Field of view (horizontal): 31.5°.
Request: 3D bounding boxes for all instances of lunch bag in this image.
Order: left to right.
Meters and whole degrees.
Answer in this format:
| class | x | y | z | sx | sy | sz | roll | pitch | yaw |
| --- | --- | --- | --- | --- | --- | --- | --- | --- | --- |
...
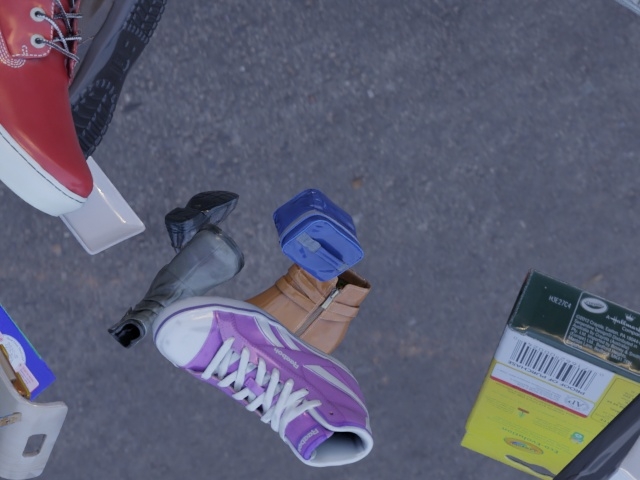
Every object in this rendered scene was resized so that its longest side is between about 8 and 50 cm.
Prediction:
| class | x | y | z | sx | sy | sz | roll | pitch | yaw |
| --- | --- | --- | --- | --- | --- | --- | --- | --- | --- |
| lunch bag | 0.000 | 0.000 | 1.238 | 0.067 | 0.065 | 0.098 | -36 | 131 | 21 |

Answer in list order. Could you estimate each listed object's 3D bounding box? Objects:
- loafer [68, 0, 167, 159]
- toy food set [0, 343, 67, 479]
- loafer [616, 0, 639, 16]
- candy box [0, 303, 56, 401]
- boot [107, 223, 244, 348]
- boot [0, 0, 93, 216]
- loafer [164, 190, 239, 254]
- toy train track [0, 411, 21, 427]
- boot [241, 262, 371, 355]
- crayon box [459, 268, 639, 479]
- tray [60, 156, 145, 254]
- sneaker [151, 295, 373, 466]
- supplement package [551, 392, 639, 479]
| class | x | y | z | sx | sy | sz | roll | pitch | yaw |
| --- | --- | --- | --- | --- | --- | --- | --- | --- | --- |
| loafer | -0.353 | -0.242 | 1.617 | 0.366 | 0.130 | 0.134 | -61 | 164 | -10 |
| toy food set | -0.429 | 0.141 | 1.482 | 0.092 | 0.306 | 0.220 | -22 | 159 | -35 |
| loafer | 0.567 | -0.344 | 1.704 | 0.112 | 0.319 | 0.111 | -61 | 167 | -4 |
| candy box | -0.638 | 0.154 | 1.982 | 0.122 | 0.317 | 0.268 | -44 | 121 | -27 |
| boot | -0.208 | 0.079 | 1.608 | 0.083 | 0.161 | 0.246 | 45 | 147 | -4 |
| boot | -0.171 | -0.151 | 0.746 | 0.176 | 0.244 | 0.088 | -33 | 161 | 6 |
| loafer | -0.188 | -0.033 | 1.804 | 0.170 | 0.062 | 0.061 | -32 | 130 | -50 |
| toy train track | -0.356 | 0.198 | 1.232 | 0.014 | 0.083 | 0.048 | 6 | 94 | 22 |
| boot | -0.075 | 0.103 | 1.854 | 0.283 | 0.109 | 0.220 | 28 | 115 | -20 |
| crayon box | 0.274 | 0.171 | 1.221 | 0.202 | 0.081 | 0.318 | 23 | 150 | 9 |
| tray | -0.413 | -0.096 | 1.847 | 0.030 | 0.270 | 0.145 | -42 | 174 | 35 |
| sneaker | -0.054 | 0.164 | 1.275 | 0.282 | 0.161 | 0.102 | 25 | 111 | -25 |
| supplement package | 0.264 | 0.237 | 0.715 | 0.198 | 0.262 | 0.199 | -34 | 162 | -50 |
